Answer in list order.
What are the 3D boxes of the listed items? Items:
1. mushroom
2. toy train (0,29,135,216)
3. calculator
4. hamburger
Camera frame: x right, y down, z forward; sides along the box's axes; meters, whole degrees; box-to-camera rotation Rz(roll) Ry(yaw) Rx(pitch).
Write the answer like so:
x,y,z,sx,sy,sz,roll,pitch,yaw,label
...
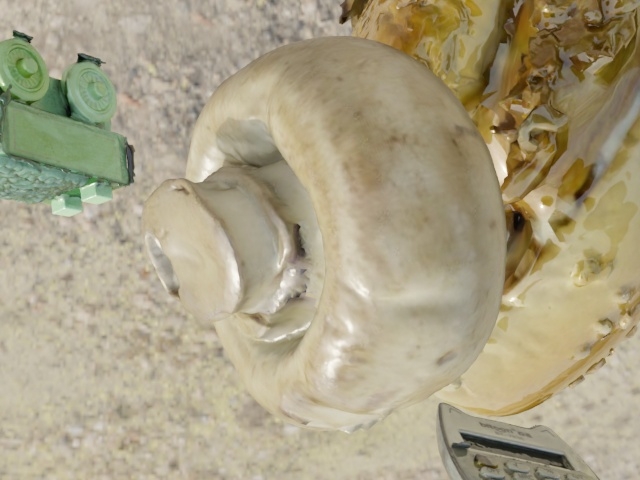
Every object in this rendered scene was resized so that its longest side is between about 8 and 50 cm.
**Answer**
x,y,z,sx,sy,sz,roll,pitch,yaw,label
0.000,0.000,0.457,0.127,0.166,0.166,-19,139,-30,mushroom
-0.374,-0.146,1.421,0.159,0.188,0.272,-16,164,31,toy train
0.207,0.241,1.056,0.177,0.268,0.040,15,104,-15,calculator
0.145,-0.116,0.723,0.268,0.445,0.287,28,141,-7,hamburger
